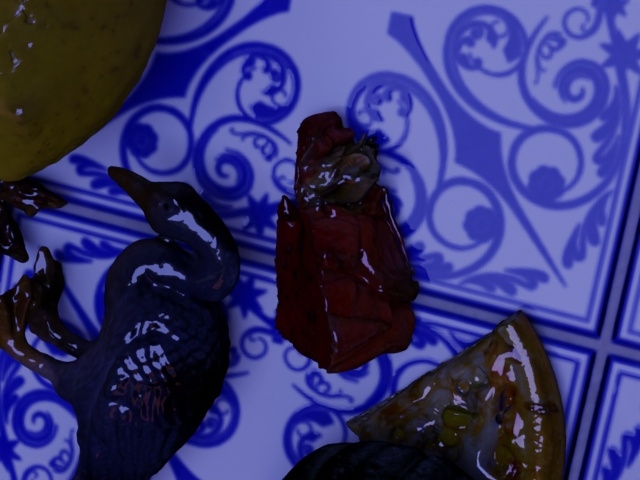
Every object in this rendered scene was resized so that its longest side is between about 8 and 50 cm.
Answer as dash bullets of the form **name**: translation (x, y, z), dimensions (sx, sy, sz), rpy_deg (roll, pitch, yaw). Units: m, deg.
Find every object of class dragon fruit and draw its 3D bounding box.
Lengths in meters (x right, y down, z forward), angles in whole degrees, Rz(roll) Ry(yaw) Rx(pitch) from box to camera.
- **dragon fruit**: translation (0.019, -0.003, 1.471), dimensions (0.092, 0.122, 0.192), rpy_deg (-9, 95, -21)

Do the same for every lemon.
- **lemon**: translation (-0.241, -0.178, 1.401), dimensions (0.253, 0.253, 0.310), rpy_deg (19, 78, 13)

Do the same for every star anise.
- **star anise**: translation (-0.280, -0.050, 1.549), dimensions (0.168, 0.057, 0.168), rpy_deg (4, 102, 21)

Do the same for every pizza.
- **pizza**: translation (0.103, 0.136, 1.474), dimensions (0.176, 0.036, 0.185), rpy_deg (11, 102, 15)

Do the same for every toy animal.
- **toy animal**: translation (-0.157, 0.088, 1.500), dimensions (0.185, 0.122, 0.298), rpy_deg (12, 104, 15)

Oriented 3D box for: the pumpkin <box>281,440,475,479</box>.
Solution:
- **pumpkin**: translation (0.045, 0.252, 1.434), dimensions (0.220, 0.162, 0.220), rpy_deg (13, 119, 25)
